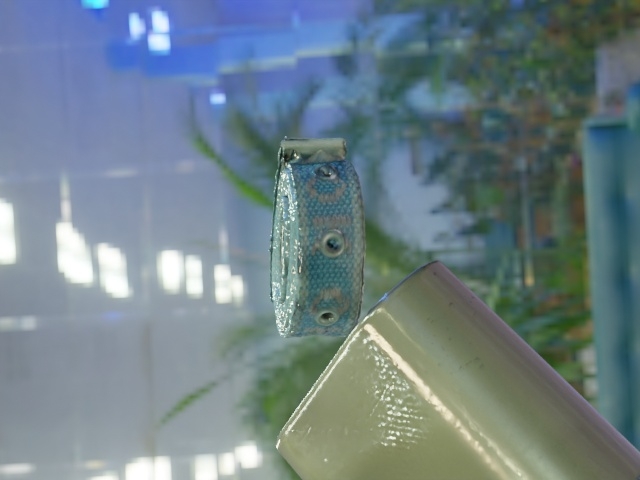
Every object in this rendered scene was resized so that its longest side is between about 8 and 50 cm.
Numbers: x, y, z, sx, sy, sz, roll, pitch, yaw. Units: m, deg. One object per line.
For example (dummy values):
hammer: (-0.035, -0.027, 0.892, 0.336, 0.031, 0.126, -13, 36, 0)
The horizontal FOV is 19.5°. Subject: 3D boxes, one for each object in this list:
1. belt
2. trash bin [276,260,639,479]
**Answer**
belt: (0.000, 0.008, 1.709, 0.148, 0.082, 0.163, -105, 18, -44)
trash bin: (0.108, 0.173, 1.376, 0.121, 0.247, 0.243, -28, -22, -45)
